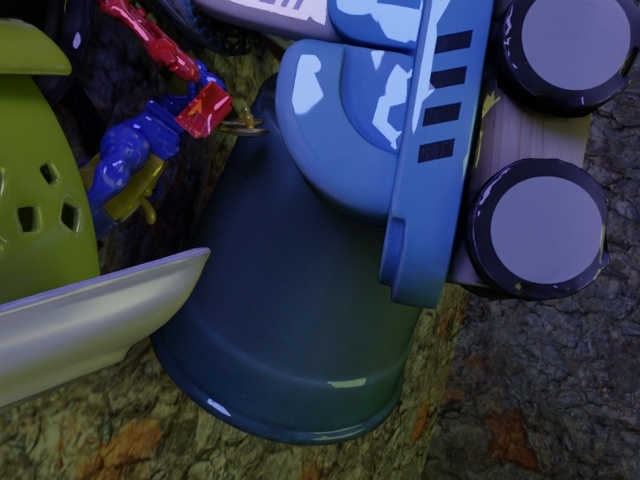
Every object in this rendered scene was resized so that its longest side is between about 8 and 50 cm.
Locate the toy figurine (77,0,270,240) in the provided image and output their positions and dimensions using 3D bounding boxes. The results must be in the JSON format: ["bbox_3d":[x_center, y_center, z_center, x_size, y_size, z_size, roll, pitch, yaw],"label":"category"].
[{"bbox_3d":[-0.197,-0.101,0.823,0.217,0.191,0.362,-47,-166,4],"label":"toy figurine"}]

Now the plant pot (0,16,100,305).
[{"bbox_3d":[-0.306,-0.050,0.592,0.228,0.227,0.207,-19,113,-62],"label":"plant pot"}]

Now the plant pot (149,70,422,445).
[{"bbox_3d":[0.000,0.000,1.027,0.341,0.341,0.334,-42,160,-52],"label":"plant pot"}]

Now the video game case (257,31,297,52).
[{"bbox_3d":[0.013,-0.295,0.954,0.206,0.026,0.227,-60,162,6],"label":"video game case"}]

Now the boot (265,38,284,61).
[{"bbox_3d":[-0.009,-0.356,1.188,0.109,0.283,0.220,-17,155,-44],"label":"boot"}]

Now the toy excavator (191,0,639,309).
[{"bbox_3d":[0.021,-0.172,0.745,0.222,0.445,0.432,57,42,-87],"label":"toy excavator"}]

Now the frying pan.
[{"bbox_3d":[-0.248,-0.199,0.843,0.326,0.053,0.197,64,40,-78],"label":"frying pan"}]

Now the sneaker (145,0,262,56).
[{"bbox_3d":[-0.178,-0.299,0.893,0.110,0.122,0.283,-51,126,-19],"label":"sneaker"}]

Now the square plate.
[{"bbox_3d":[-0.273,0.109,0.518,0.344,0.347,0.049,-20,86,-36],"label":"square plate"}]
